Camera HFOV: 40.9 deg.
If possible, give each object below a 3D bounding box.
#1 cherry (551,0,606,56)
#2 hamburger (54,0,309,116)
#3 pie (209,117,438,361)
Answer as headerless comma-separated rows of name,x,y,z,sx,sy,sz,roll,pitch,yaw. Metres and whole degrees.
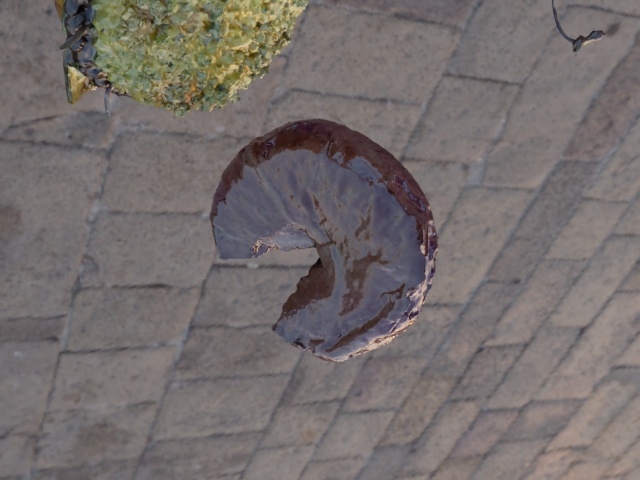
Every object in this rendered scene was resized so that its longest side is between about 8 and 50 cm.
cherry,0.296,-0.348,1.065,0.107,0.090,0.225,-36,101,-26
hamburger,-0.113,-0.210,0.715,0.262,0.139,0.243,-31,150,-35
pie,0.000,0.000,0.756,0.204,0.219,0.054,-50,173,32
